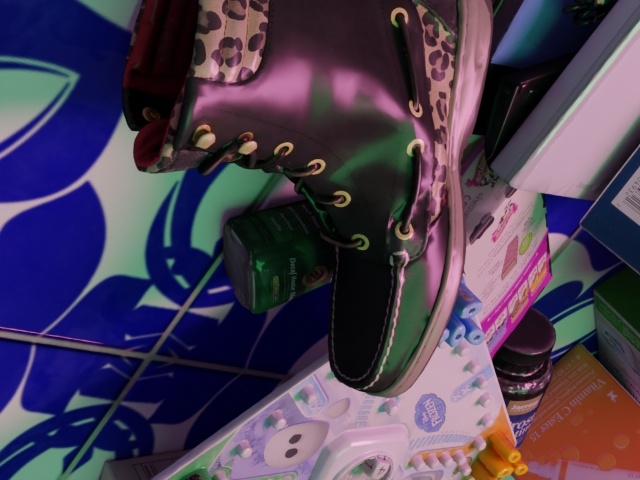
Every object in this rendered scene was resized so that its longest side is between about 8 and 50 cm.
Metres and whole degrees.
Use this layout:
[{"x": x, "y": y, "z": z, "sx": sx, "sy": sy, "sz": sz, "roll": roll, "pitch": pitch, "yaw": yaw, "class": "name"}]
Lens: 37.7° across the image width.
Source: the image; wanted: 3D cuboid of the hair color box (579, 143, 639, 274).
[{"x": 0.440, "y": -0.082, "z": 1.061, "sx": 0.347, "sy": 0.105, "sz": 0.174, "roll": -21, "pitch": 148, "yaw": -52, "class": "hair color box"}]

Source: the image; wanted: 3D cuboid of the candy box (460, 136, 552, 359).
[{"x": 0.186, "y": 0.018, "z": 1.054, "sx": 0.159, "sy": 0.071, "sz": 0.233, "roll": -49, "pitch": 146, "yaw": -21, "class": "candy box"}]

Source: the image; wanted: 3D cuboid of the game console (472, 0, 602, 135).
[{"x": 0.296, "y": -0.262, "z": 0.911, "sx": 0.342, "sy": 0.060, "sz": 0.386, "roll": 4, "pitch": 126, "yaw": -39, "class": "game console"}]

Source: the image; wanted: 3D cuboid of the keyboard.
[{"x": 0.297, "y": -0.186, "z": 0.931, "sx": 0.317, "sy": 0.033, "sz": 0.201, "roll": -22, "pitch": 146, "yaw": -28, "class": "keyboard"}]

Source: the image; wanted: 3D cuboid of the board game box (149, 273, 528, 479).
[{"x": 0.045, "y": 0.262, "z": 1.022, "sx": 0.390, "sy": 0.050, "sz": 0.390, "roll": -35, "pitch": 138, "yaw": -9, "class": "board game box"}]

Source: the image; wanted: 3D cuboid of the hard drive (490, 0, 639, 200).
[{"x": 0.316, "y": -0.171, "z": 0.903, "sx": 0.203, "sy": 0.040, "sz": 0.307, "roll": 3, "pitch": 129, "yaw": -49, "class": "hard drive"}]

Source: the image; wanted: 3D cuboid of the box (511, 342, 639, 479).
[{"x": 0.435, "y": 0.363, "z": 1.397, "sx": 0.215, "sy": 0.345, "sz": 0.168, "roll": -41, "pitch": 141, "yaw": 4, "class": "box"}]

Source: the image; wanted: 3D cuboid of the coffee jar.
[{"x": 0.000, "y": 0.000, "z": 0.928, "sx": 0.184, "sy": 0.079, "sz": 0.096, "roll": -20, "pitch": 138, "yaw": -21, "class": "coffee jar"}]

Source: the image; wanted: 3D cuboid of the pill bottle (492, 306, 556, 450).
[{"x": 0.239, "y": 0.192, "z": 1.261, "sx": 0.123, "sy": 0.123, "sz": 0.219, "roll": -14, "pitch": 136, "yaw": -26, "class": "pill bottle"}]

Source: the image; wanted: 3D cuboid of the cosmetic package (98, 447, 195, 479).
[{"x": -0.110, "y": 0.337, "z": 1.119, "sx": 0.296, "sy": 0.153, "sz": 0.129, "roll": 1, "pitch": 126, "yaw": -36, "class": "cosmetic package"}]

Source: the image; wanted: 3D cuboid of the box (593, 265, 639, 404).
[{"x": 0.558, "y": 0.106, "z": 1.412, "sx": 0.262, "sy": 0.126, "sz": 0.231, "roll": -33, "pitch": 141, "yaw": -6, "class": "box"}]

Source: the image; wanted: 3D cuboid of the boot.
[{"x": -0.014, "y": -0.058, "z": 0.753, "sx": 0.284, "sy": 0.138, "sz": 0.377, "roll": 5, "pitch": 100, "yaw": -36, "class": "boot"}]
